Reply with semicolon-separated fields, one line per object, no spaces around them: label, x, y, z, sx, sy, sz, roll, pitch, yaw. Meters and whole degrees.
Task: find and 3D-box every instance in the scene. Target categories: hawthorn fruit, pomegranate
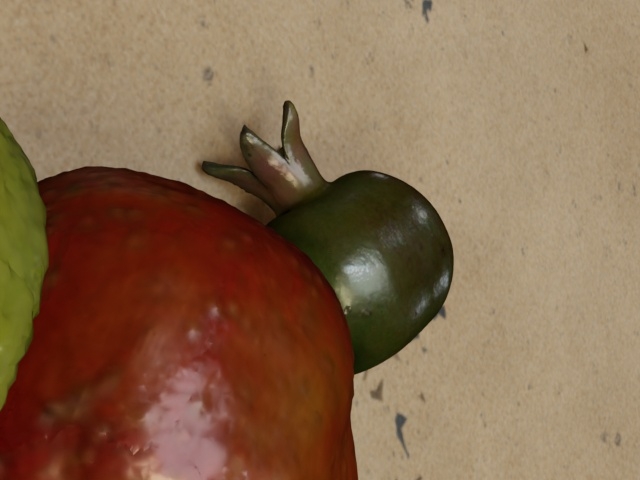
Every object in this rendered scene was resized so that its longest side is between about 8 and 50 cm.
hawthorn fruit;-0.106;0.129;0.978;0.287;0.287;0.330;51;22;-30
pomegranate;0.000;0.000;1.265;0.191;0.131;0.152;51;52;-1

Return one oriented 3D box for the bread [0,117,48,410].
bread;-0.311;-0.010;0.758;0.308;0.348;0.348;35;59;-51
